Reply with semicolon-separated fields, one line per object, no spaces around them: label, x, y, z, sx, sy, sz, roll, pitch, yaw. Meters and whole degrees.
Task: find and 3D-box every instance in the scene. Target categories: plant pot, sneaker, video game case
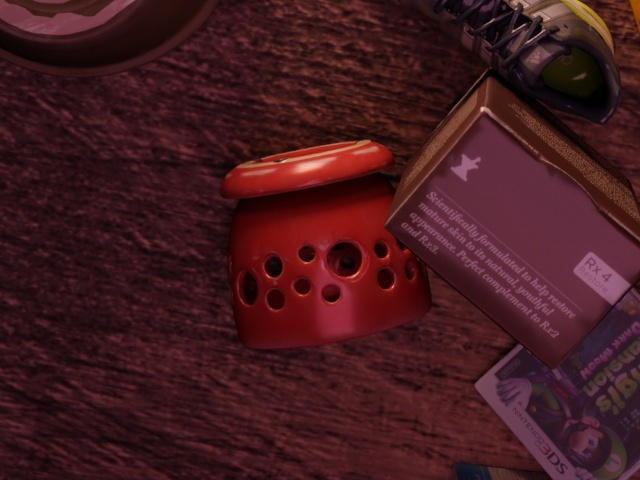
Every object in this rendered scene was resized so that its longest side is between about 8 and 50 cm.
plant pot;-0.226;-0.288;1.747;0.323;0.280;0.323;0;103;-1
sneaker;0.174;-0.207;1.818;0.300;0.121;0.111;26;111;-27
video game case;0.276;0.148;1.959;0.190;0.022;0.173;-44;77;15
plant pot;0.000;0.000;1.878;0.191;0.191;0.174;-11;95;1

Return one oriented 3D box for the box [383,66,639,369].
box;0.178;-0.032;1.759;0.191;0.381;0.143;40;100;-2

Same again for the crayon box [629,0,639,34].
crayon box;0.370;-0.147;1.862;0.081;0.165;0.278;-20;103;3

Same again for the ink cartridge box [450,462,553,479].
ink cartridge box;0.220;0.295;2.019;0.180;0.060;0.104;6;103;-4
